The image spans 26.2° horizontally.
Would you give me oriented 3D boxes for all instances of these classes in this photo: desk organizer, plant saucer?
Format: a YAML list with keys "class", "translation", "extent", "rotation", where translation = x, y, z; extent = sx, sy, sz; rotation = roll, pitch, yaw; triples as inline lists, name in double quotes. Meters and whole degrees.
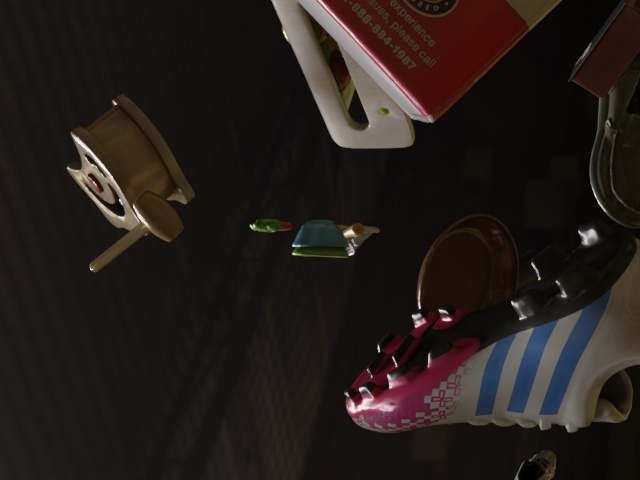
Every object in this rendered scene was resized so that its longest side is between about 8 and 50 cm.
- class: "desk organizer"
  translation: [0.367, -0.243, 1.707]
  extent: [0.130, 0.050, 0.047]
  rotation: [-57, 2, 40]
- class: "plant saucer"
  translation: [0.195, 0.058, 1.882]
  extent: [0.198, 0.036, 0.199]
  rotation: [-13, -70, -40]

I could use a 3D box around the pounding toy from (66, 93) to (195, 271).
- class: "pounding toy"
  translation: [-0.258, -0.069, 1.636]
  extent: [0.154, 0.155, 0.269]
  rotation: [55, 163, -18]

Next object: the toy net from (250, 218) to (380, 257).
- class: "toy net"
  translation: [0.000, 0.000, 1.707]
  extent: [0.232, 0.122, 0.045]
  rotation: [5, -95, -72]

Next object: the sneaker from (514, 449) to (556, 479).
- class: "sneaker"
  translation: [0.283, 0.296, 1.784]
  extent: [0.098, 0.038, 0.069]
  rotation: [-46, -22, -36]

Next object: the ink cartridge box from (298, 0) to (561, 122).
- class: "ink cartridge box"
  translation: [0.069, -0.191, 0.567]
  extent: [0.172, 0.237, 0.100]
  rotation: [46, -177, -4]

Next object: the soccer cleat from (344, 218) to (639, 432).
- class: "soccer cleat"
  translation: [0.151, 0.107, 1.067]
  extent: [0.143, 0.331, 0.116]
  rotation: [47, -133, -10]

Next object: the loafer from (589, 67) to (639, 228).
- class: "loafer"
  translation: [0.443, -0.141, 1.950]
  extent: [0.087, 0.094, 0.251]
  rotation: [-33, 49, 57]

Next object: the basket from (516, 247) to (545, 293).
- class: "basket"
  translation: [0.271, 0.128, 2.070]
  extent: [0.154, 0.226, 0.204]
  rotation: [-37, 70, 54]

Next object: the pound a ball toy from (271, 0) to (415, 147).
- class: "pound a ball toy"
  translation: [0.039, -0.251, 1.513]
  extent: [0.319, 0.135, 0.208]
  rotation: [64, -145, -51]
